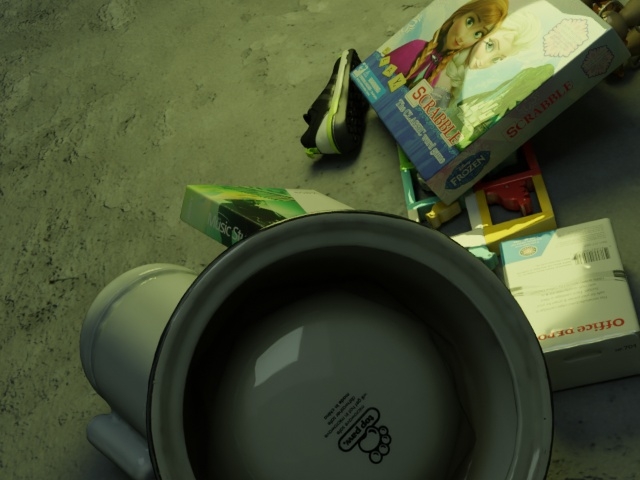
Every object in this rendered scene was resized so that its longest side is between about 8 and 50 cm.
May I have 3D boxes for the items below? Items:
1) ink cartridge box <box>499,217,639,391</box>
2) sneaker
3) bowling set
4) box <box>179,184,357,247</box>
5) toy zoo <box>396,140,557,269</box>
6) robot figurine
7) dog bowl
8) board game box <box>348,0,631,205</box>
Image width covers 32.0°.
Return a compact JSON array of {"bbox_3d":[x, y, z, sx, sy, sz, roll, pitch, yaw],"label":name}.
[{"bbox_3d":[0.298,0.076,1.327,0.140,0.082,0.190,-13,44,13],"label":"ink cartridge box"},{"bbox_3d":[0.015,-0.219,1.767,0.097,0.084,0.234,-13,39,24],"label":"sneaker"},{"bbox_3d":[0.434,-0.317,1.638,0.154,0.287,0.200,-30,-2,-18],"label":"bowling set"},{"bbox_3d":[0.000,0.000,1.452,0.232,0.058,0.322,0,18,-42],"label":"box"},{"bbox_3d":[0.214,-0.065,1.553,0.192,0.030,0.293,-16,42,9],"label":"toy zoo"},{"bbox_3d":[-0.163,0.152,1.372,0.353,0.200,0.300,29,76,43],"label":"robot figurine"},{"bbox_3d":[0.022,0.180,1.156,0.408,0.150,0.408,2,78,-10],"label":"dog bowl"},{"bbox_3d":[0.227,-0.251,1.600,0.318,0.066,0.318,-40,40,9],"label":"board game box"}]
